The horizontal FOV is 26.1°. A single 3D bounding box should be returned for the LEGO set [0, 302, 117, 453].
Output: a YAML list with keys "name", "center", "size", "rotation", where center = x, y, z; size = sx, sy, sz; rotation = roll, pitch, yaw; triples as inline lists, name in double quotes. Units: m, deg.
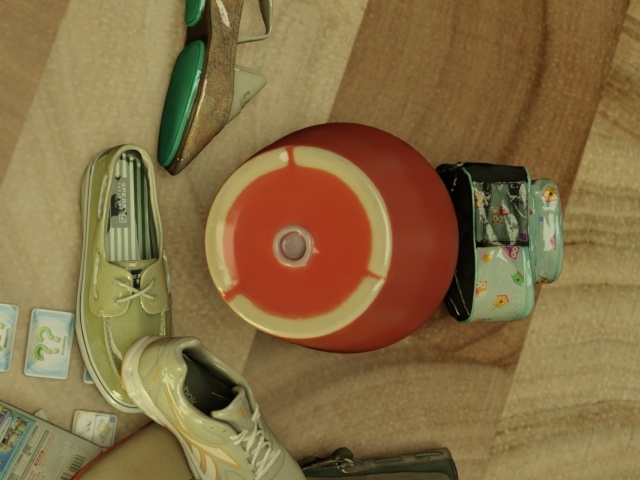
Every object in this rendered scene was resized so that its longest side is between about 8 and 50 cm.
- name: "LEGO set"
  center: [-0.312, 0.197, 1.527]
  size: [0.182, 0.060, 0.244]
  rotation: [9, 86, -13]

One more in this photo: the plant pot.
- name: "plant pot"
  center: [0.000, 0.000, 1.482]
  size: [0.275, 0.243, 0.275]
  rotation: [0, 92, 12]

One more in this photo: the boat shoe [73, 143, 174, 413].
- name: "boat shoe"
  center: [-0.218, 0.040, 1.523]
  size: [0.109, 0.094, 0.302]
  rotation: [-5, 83, -19]

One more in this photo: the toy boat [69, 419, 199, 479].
- name: "toy boat"
  center: [-0.207, 0.300, 1.513]
  size: [0.151, 0.151, 0.231]
  rotation: [58, 34, 2]

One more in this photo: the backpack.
- name: "backpack"
  center: [0.206, 0.006, 1.635]
  size: [0.144, 0.166, 0.188]
  rotation: [5, 90, -11]

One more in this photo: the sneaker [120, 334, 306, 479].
- name: "sneaker"
  center: [-0.096, 0.203, 1.462]
  size: [0.262, 0.121, 0.099]
  rotation: [47, 59, -17]

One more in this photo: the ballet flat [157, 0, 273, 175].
- name: "ballet flat"
  center: [-0.109, -0.223, 1.581]
  size: [0.106, 0.107, 0.316]
  rotation: [11, 86, -24]

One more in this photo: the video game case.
- name: "video game case"
  center: [-0.366, 0.277, 1.474]
  size: [0.193, 0.023, 0.212]
  rotation: [30, 84, -23]

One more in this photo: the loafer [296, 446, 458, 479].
- name: "loafer"
  center: [0.041, 0.281, 1.624]
  size: [0.267, 0.096, 0.084]
  rotation: [7, 66, -23]
